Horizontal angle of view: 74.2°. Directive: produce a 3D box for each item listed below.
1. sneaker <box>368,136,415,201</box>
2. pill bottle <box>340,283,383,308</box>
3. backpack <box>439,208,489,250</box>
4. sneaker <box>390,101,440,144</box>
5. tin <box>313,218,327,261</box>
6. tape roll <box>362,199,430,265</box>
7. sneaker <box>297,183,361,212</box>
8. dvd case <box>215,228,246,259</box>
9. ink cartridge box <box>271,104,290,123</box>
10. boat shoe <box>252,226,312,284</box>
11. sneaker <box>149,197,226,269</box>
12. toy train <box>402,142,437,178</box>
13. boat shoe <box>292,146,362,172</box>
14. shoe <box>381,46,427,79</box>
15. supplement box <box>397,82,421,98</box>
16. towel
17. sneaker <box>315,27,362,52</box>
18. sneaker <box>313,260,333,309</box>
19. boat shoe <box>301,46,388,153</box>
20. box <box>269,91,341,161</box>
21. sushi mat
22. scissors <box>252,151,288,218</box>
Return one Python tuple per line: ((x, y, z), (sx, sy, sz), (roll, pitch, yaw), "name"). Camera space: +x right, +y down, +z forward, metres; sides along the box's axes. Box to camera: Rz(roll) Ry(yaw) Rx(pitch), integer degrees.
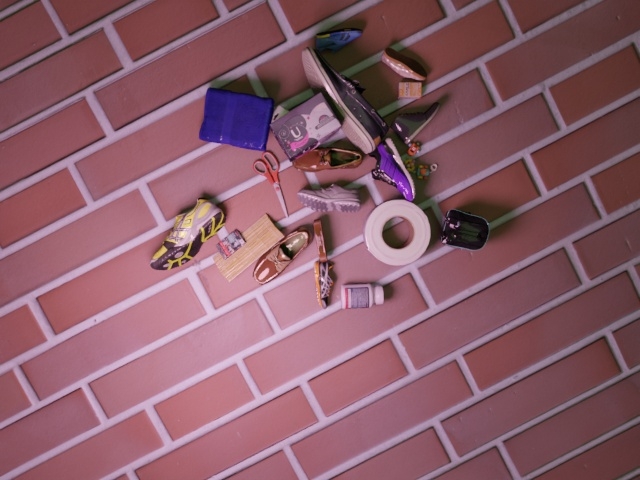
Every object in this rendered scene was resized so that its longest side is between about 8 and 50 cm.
((0.298, -0.284, 1.829), (0.146, 0.102, 0.294), (-26, 83, 5), "sneaker")
((0.180, 0.242, 1.848), (0.179, 0.108, 0.108), (-2, 93, -1), "pill bottle")
((0.624, -0.038, 1.819), (0.188, 0.144, 0.166), (14, 91, 21), "backpack")
((0.409, -0.535, 1.825), (0.118, 0.083, 0.222), (43, 92, -2), "sneaker")
((0.000, 0.000, 1.834), (0.040, 0.106, 0.190), (-9, 92, 7), "tin")
((0.327, -0.034, 1.842), (0.285, 0.100, 0.287), (0, 94, -2), "tape roll")
((0.039, -0.192, 1.845), (0.280, 0.105, 0.115), (8, 63, 0), "sneaker")
((-0.393, 0.018, 1.852), (0.119, 0.013, 0.087), (-40, 64, 2), "dvd case")
((-0.130, -0.485, 1.827), (0.180, 0.060, 0.104), (36, 92, -3), "ink cartridge box")
((-0.168, 0.060, 1.825), (0.122, 0.120, 0.324), (44, 91, -3), "boat shoe")
((-0.582, -0.022, 1.822), (0.384, 0.145, 0.147), (-41, 72, -1), "sneaker")
((0.432, -0.346, 1.854), (0.166, 0.046, 0.125), (42, 92, -3), "toy train")
((0.028, -0.356, 1.815), (0.306, 0.104, 0.111), (-5, 93, -1), "boat shoe")
((0.361, -0.754, 1.832), (0.218, 0.058, 0.077), (29, 61, -7), "shoe")
((0.388, -0.651, 1.841), (0.098, 0.036, 0.062), (-1, 92, -1), "supplement box")
((-0.351, -0.509, 1.791), (0.307, 0.076, 0.228), (13, 96, 13), "towel")
((0.081, -0.859, 1.819), (0.209, 0.069, 0.082), (-15, 126, -9), "sneaker")
((0.018, 0.196, 1.857), (0.083, 0.084, 0.215), (-5, 92, -6), "sneaker")
((0.102, -0.600, 1.772), (0.156, 0.187, 0.500), (-39, 95, -8), "boat shoe")
((-0.060, -0.456, 1.729), (0.247, 0.142, 0.163), (-32, 93, 0), "box")
((-0.316, 0.031, 1.842), (0.316, 0.019, 0.151), (-40, 67, 1), "sushi mat")
((-0.187, -0.247, 1.858), (0.109, 0.021, 0.297), (-33, 92, -1), "scissors")
